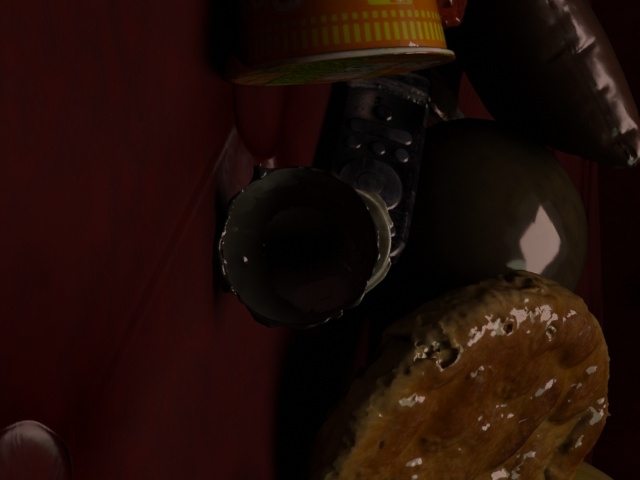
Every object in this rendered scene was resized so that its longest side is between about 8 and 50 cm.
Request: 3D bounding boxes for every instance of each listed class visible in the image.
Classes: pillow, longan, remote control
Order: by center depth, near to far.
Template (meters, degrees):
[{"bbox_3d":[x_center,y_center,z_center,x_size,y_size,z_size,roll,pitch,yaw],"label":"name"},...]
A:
[{"bbox_3d":[0.044,-0.072,1.410,0.066,0.090,0.266,119,-13,-52],"label":"remote control"},{"bbox_3d":[0.142,0.010,1.501,0.248,0.248,0.248,2,90,-75],"label":"longan"},{"bbox_3d":[0.181,-0.219,1.519,0.305,0.108,0.308,60,-5,-14],"label":"pillow"},{"bbox_3d":[0.115,-0.225,1.662,0.126,0.043,0.233,43,44,-28],"label":"pillow"}]

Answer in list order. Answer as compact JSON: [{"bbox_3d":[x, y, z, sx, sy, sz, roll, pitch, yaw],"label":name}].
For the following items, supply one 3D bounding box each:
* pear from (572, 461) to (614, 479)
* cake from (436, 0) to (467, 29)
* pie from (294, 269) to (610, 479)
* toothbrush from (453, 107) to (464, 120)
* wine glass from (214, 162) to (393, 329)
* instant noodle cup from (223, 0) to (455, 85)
[{"bbox_3d":[0.204,0.356,1.655,0.309,0.309,0.309,2,90,-75],"label":"pear"},{"bbox_3d":[0.054,-0.305,1.284,0.177,0.150,0.283,-17,103,-70],"label":"cake"},{"bbox_3d":[0.120,0.171,1.386,0.339,0.083,0.339,-22,134,-25],"label":"pie"},{"bbox_3d":[0.132,-0.170,1.817,0.297,0.030,0.030,37,52,-72],"label":"toothbrush"},{"bbox_3d":[0.000,0.000,1.198,0.183,0.122,0.122,-19,110,-79],"label":"wine glass"},{"bbox_3d":[0.005,-0.212,1.141,0.168,0.168,0.185,-5,88,-75],"label":"instant noodle cup"}]
